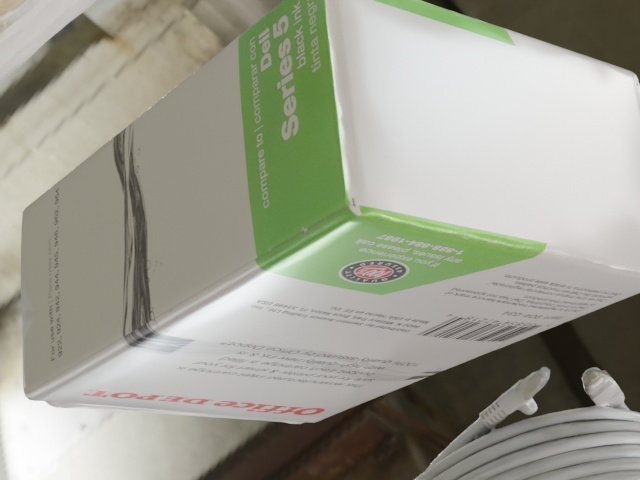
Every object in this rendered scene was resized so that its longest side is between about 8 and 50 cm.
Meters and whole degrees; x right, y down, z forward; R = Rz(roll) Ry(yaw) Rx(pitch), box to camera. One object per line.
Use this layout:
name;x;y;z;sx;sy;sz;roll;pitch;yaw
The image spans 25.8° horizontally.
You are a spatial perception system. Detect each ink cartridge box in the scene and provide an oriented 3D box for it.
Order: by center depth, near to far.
ink cartridge box;0.000;0.000;0.689;0.273;0.198;0.114;-29;-120;46

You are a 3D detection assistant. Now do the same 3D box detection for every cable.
cable;0.137;0.211;0.864;0.257;0.257;0.089;-43;-138;17

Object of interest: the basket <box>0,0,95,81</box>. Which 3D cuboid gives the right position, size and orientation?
basket;-0.122;-0.274;0.362;0.328;0.331;0.266;-56;-178;-37
